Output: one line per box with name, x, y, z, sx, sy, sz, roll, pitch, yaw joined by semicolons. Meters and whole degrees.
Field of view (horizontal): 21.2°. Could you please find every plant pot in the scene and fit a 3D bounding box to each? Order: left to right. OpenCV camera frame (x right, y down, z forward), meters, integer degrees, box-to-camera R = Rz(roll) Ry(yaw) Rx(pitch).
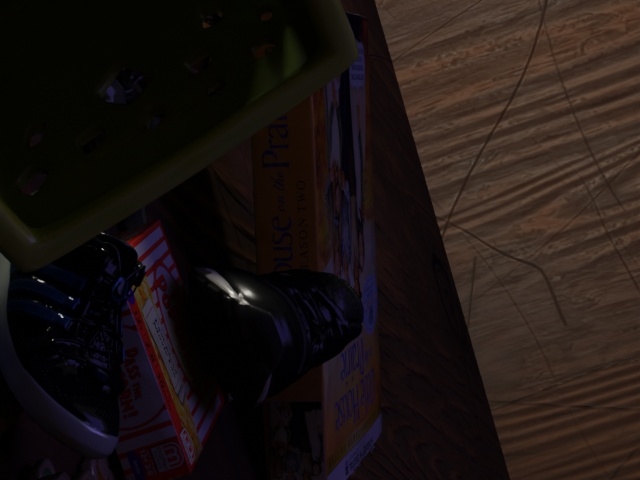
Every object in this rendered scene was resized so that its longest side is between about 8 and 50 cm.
plant pot;-0.146;-0.161;0.926;0.207;0.228;0.227;51;-8;52

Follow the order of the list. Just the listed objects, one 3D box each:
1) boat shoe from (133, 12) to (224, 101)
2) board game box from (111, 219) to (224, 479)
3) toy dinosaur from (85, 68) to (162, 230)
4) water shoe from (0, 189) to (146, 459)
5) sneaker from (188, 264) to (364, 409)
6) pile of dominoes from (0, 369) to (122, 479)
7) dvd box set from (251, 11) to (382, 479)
boat shoe;-0.111;-0.172;1.483;0.307;0.104;0.111;25;47;-76
board game box;-0.119;0.072;1.164;0.193;0.045;0.147;-72;143;-81
toy dinosaur;-0.145;-0.085;1.297;0.268;0.064;0.118;70;25;-19
water shoe;-0.141;0.032;0.978;0.073;0.080;0.203;35;21;-41
sneaker;-0.027;0.053;1.268;0.283;0.124;0.107;157;-88;-81
pile of dominoes;-0.133;0.155;0.981;0.251;0.040;0.196;-65;136;-76
dvd box set;0.000;0.000;1.565;0.307;0.062;0.420;-21;109;-78
